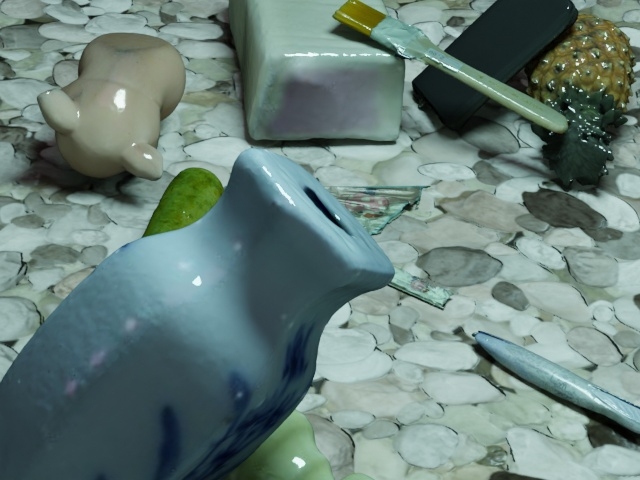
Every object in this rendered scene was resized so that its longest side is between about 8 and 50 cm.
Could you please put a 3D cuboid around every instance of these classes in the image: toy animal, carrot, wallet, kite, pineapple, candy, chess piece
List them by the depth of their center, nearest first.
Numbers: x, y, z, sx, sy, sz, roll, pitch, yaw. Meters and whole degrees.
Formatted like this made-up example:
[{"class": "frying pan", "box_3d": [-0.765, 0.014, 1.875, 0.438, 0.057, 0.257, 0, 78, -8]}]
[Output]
[{"class": "chess piece", "box_3d": [0.005, 0.259, 1.512, 0.251, 0.144, 0.144, 33, 43, 24]}, {"class": "carrot", "box_3d": [-0.182, 0.034, 1.860, 0.074, 0.074, 0.358, 10, 38, 7]}, {"class": "kite", "box_3d": [0.000, -0.001, 1.981, 0.368, 0.014, 0.406, 24, 39, 25]}, {"class": "toy animal", "box_3d": [-0.252, -0.174, 2.076, 0.166, 0.154, 0.250, 15, 38, 0]}, {"class": "pineapple", "box_3d": [0.344, -0.174, 2.191, 0.158, 0.158, 0.278, 8, 47, 4]}, {"class": "wallet", "box_3d": [0.234, -0.255, 2.233, 0.250, 0.044, 0.149, -44, 35, 8]}, {"class": "candy", "box_3d": [-0.010, -0.277, 2.265, 0.208, 0.145, 0.358, 0, 36, -8]}]

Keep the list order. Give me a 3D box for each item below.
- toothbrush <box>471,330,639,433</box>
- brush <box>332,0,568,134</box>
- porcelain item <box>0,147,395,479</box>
[{"class": "toothbrush", "box_3d": [0.330, 0.187, 1.738, 0.413, 0.042, 0.035, 26, 40, 30]}, {"class": "brush", "box_3d": [0.172, -0.225, 2.114, 0.336, 0.020, 0.085, 30, 31, 9]}, {"class": "porcelain item", "box_3d": [-0.132, 0.116, 1.397, 0.178, 0.405, 0.242, 46, 9, 14]}]
